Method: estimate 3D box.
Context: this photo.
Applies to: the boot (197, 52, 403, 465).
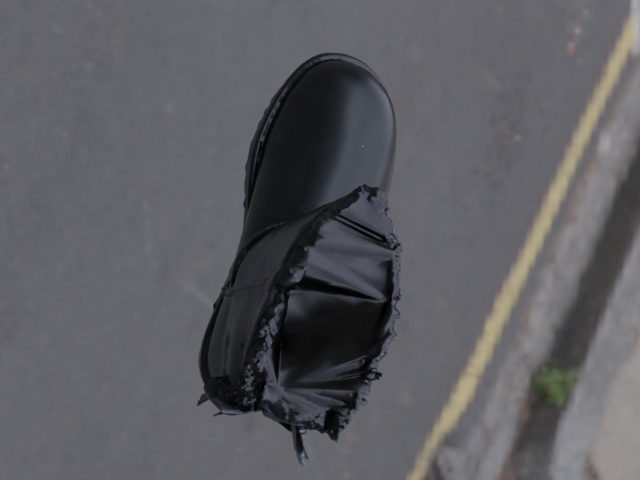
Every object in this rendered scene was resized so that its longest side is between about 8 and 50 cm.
[{"bbox_3d":[0.000,-0.001,0.472,0.099,0.045,0.121,165,-54,-78],"label":"boot"}]
